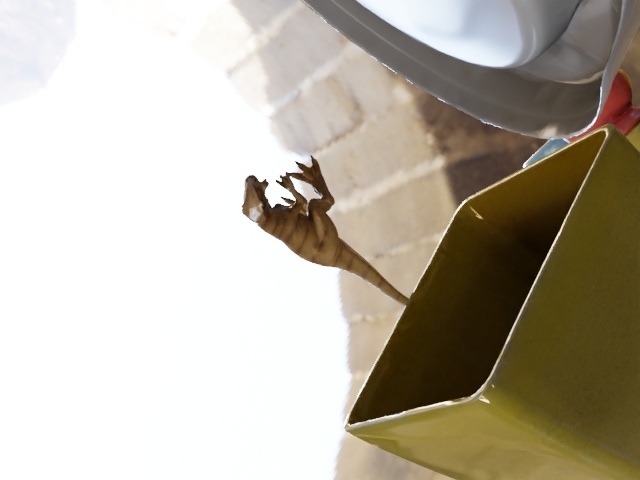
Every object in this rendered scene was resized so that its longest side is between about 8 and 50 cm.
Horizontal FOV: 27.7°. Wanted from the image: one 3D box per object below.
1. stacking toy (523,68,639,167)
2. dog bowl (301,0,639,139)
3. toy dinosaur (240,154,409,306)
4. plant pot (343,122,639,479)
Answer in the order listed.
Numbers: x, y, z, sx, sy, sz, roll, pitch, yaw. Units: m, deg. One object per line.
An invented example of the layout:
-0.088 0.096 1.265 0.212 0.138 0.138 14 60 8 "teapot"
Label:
0.370 -0.175 1.576 0.279 0.130 0.309 -42 175 -7 "stacking toy"
0.046 -0.208 0.741 0.102 0.349 0.349 -51 -165 -8 "dog bowl"
0.000 0.000 1.061 0.064 0.211 0.112 -39 -138 28 "toy dinosaur"
0.175 0.082 0.899 0.212 0.187 0.212 -60 -167 -23 "plant pot"
